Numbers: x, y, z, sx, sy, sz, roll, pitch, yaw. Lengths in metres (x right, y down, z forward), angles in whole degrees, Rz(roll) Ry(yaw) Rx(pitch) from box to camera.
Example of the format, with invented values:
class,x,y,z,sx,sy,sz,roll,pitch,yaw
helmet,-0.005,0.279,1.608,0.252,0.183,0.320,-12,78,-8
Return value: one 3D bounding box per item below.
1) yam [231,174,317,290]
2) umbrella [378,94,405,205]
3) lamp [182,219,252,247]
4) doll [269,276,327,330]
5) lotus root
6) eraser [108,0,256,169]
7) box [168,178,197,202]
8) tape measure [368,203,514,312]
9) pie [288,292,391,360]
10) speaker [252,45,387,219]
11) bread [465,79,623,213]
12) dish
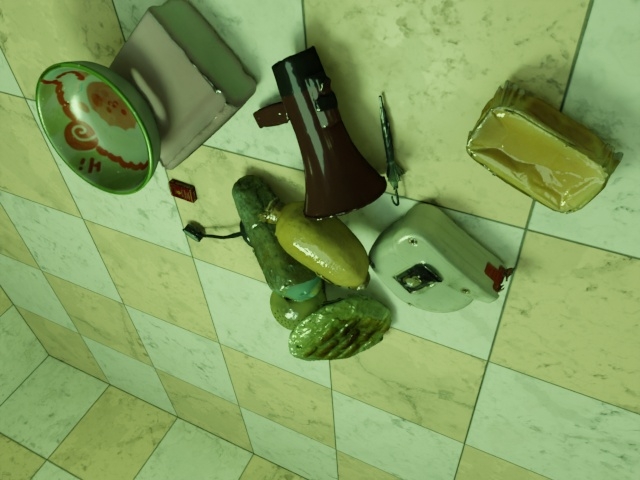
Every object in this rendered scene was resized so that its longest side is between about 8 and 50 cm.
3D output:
class,x,y,z,sx,sy,sz,roll,pitch,yaw
yam,-0.129,-0.019,1.395,0.330,0.133,0.133,61,142,12
umbrella,0.154,-0.181,1.168,0.044,0.044,0.269,44,155,47
lamp,-0.270,-0.036,1.616,0.130,0.109,0.371,42,157,-28
doll,-0.065,0.145,1.561,0.176,0.161,0.261,14,135,21
lotus root,0.001,-0.001,1.281,0.303,0.146,0.131,38,110,2
eraser,-0.345,-0.351,1.280,0.272,0.122,0.359,49,139,-13
box,-0.404,-0.145,1.609,0.082,0.023,0.052,19,138,18
tape measure,0.258,0.057,1.270,0.258,0.130,0.265,38,141,-9
pie,0.059,0.255,1.545,0.306,0.071,0.306,-13,141,-11
speaker,-0.010,-0.233,1.188,0.259,0.198,0.330,-140,26,-73
bread,0.386,-0.161,0.969,0.241,0.107,0.136,32,139,3
dish,-0.491,-0.275,1.281,0.324,0.124,0.324,15,131,19
